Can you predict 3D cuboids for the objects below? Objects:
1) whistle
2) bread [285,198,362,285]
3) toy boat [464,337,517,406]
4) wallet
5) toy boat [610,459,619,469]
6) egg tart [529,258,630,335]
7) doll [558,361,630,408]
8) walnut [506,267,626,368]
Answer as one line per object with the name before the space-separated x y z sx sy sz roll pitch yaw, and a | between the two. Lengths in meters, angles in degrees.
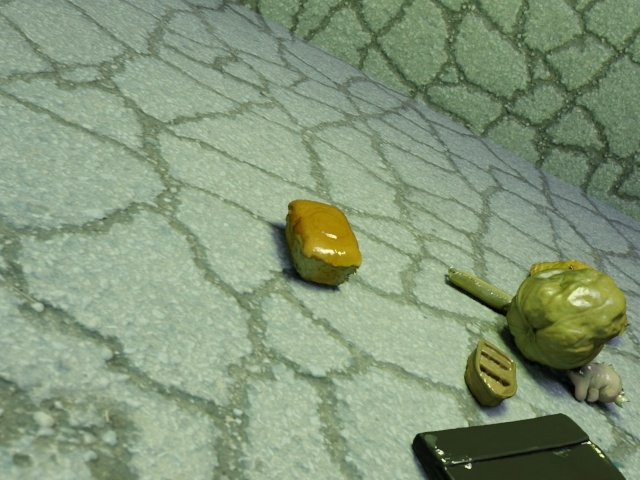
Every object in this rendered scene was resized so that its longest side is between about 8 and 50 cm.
whistle | 0.516 0.169 1.851 0.326 0.057 0.068 29 26 -6
bread | 0.000 0.000 1.532 0.174 0.121 0.245 19 33 -26
toy boat | 0.405 0.327 1.491 0.116 0.061 0.188 35 28 0
wallet | 0.399 0.446 1.221 0.406 0.062 0.228 3 33 -29
toy boat | 0.579 0.508 1.385 0.185 0.077 0.075 14 75 -31
egg tart | 0.872 0.179 2.100 0.339 0.153 0.351 -5 45 -45
doll | 0.756 0.381 1.725 0.192 0.095 0.149 18 29 -20
walnut | 0.656 0.203 1.685 0.277 0.282 0.253 -27 56 -20
